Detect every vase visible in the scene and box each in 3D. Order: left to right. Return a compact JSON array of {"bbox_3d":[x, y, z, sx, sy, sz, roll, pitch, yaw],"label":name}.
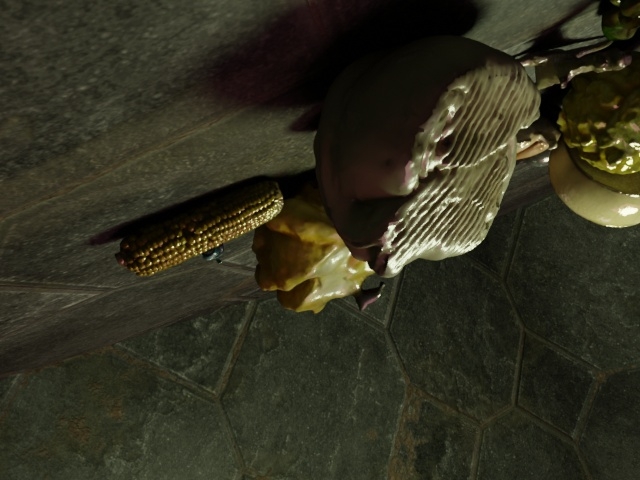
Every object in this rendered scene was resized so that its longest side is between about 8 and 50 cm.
[{"bbox_3d":[0.532,-0.255,1.589,0.120,0.120,0.183,-22,155,-3],"label":"vase"}]

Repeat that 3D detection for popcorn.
[{"bbox_3d":[0.000,0.000,1.382,0.297,0.281,0.316,-15,134,-32],"label":"popcorn"},{"bbox_3d":[0.596,-0.254,1.326,0.249,0.249,0.225,-20,-155,-13],"label":"popcorn"}]

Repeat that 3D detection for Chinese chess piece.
[{"bbox_3d":[0.647,-0.160,1.479,0.269,0.270,0.112,-19,149,-20],"label":"Chinese chess piece"}]

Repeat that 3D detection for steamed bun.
[{"bbox_3d":[0.124,-0.134,0.892,0.324,0.219,0.310,-20,134,-43],"label":"steamed bun"}]

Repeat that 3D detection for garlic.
[{"bbox_3d":[0.414,-0.225,1.474,0.228,0.110,0.217,-16,-171,41],"label":"garlic"}]

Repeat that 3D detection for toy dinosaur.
[{"bbox_3d":[0.410,-0.292,1.109,0.199,0.072,0.251,-13,-173,17],"label":"toy dinosaur"}]

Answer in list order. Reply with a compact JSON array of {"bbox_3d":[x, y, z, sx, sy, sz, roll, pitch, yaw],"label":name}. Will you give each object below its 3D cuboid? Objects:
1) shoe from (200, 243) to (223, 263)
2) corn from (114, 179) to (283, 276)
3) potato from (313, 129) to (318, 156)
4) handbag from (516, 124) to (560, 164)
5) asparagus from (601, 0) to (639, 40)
[{"bbox_3d":[-0.233,0.005,1.366,0.063,0.071,0.143,-22,167,-7],"label":"shoe"},{"bbox_3d":[-0.216,-0.022,1.192,0.319,0.097,0.097,-23,171,-5],"label":"corn"},{"bbox_3d":[0.057,-0.150,1.036,0.147,0.112,0.112,-10,167,-28],"label":"potato"},{"bbox_3d":[0.631,-0.273,1.779,0.246,0.080,0.223,-27,170,31],"label":"handbag"},{"bbox_3d":[0.441,-0.337,0.934,0.080,0.080,0.287,-24,-177,14],"label":"asparagus"}]
